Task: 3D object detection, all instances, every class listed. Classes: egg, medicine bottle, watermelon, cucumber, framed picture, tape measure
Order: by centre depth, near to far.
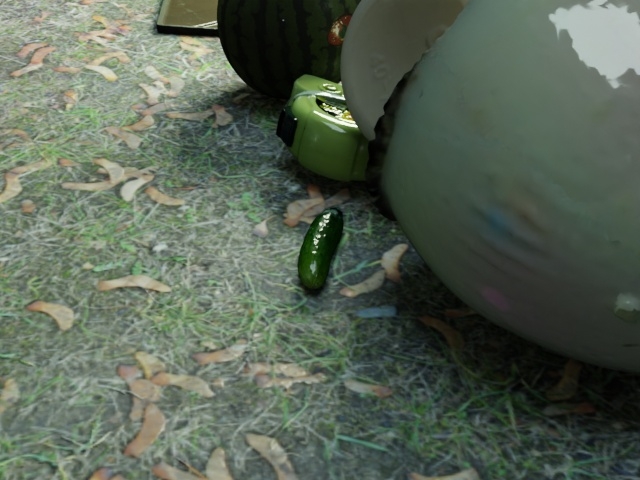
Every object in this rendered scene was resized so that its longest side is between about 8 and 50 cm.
[{"bbox_3d":[0.274,-0.043,0.834,0.354,0.354,0.340,-22,55,-33],"label":"egg"},{"bbox_3d":[0.000,0.000,1.001,0.037,0.037,0.155,10,34,7],"label":"cucumber"},{"bbox_3d":[0.203,-0.199,1.106,0.208,0.208,0.339,32,25,34],"label":"medicine bottle"},{"bbox_3d":[0.028,-0.128,1.142,0.177,0.087,0.154,20,28,12],"label":"tape measure"},{"bbox_3d":[-0.038,-0.292,1.268,0.212,0.212,0.212,3,34,-2],"label":"watermelon"},{"bbox_3d":[-0.127,-0.375,1.546,0.265,0.018,0.192,3,35,-3],"label":"framed picture"}]
